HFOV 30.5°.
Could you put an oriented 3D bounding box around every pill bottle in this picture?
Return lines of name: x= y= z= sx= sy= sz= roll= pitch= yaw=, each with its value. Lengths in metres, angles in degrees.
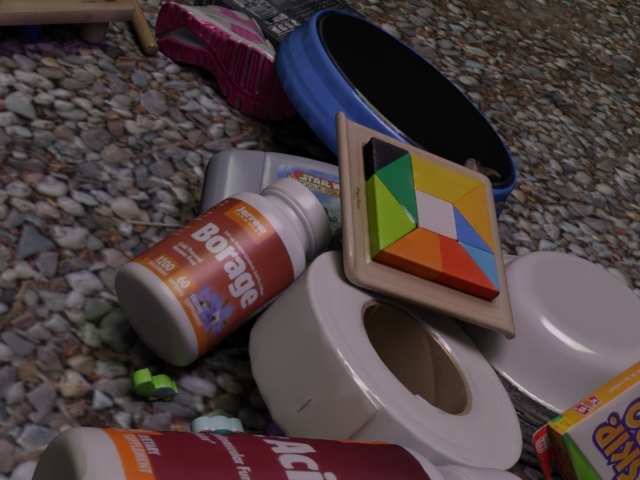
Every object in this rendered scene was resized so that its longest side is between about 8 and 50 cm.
pill bottle: x=-0.021 y=0.266 z=0.919 sx=0.392 sy=0.224 sz=0.224 roll=8 pitch=39 yaw=-26
pill bottle: x=-0.095 y=0.025 z=1.220 sx=0.216 sy=0.121 sz=0.121 roll=-36 pitch=66 yaw=-29

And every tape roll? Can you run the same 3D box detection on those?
tape roll: x=0.066 y=0.145 z=1.175 sx=0.286 sy=0.100 sz=0.286 roll=36 pitch=24 yaw=-19

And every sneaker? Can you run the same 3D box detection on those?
sneaker: x=-0.110 y=-0.267 z=1.669 sx=0.252 sy=0.103 sz=0.111 roll=39 pitch=38 yaw=16

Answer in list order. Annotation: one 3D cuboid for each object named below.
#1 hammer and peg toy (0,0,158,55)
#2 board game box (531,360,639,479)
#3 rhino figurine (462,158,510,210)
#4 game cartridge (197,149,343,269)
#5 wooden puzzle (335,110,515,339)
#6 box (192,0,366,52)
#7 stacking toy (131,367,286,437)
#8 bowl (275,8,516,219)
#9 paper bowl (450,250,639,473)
hammer and peg toy: x=-0.372 y=-0.378 z=1.615 sx=0.361 sy=0.127 sz=0.266 roll=-11 pitch=49 yaw=-42
board game box: x=0.349 y=0.193 z=1.260 sx=0.259 sy=0.124 sz=0.039 roll=-29 pitch=26 yaw=-13
rhino figurine: x=0.145 y=-0.027 z=1.391 sx=0.243 sy=0.073 sz=0.106 roll=-35 pitch=91 yaw=-40
game cartridge: x=0.000 y=0.000 z=1.385 sx=0.297 sy=0.062 sz=0.198 roll=15 pitch=59 yaw=-16
wooden puzzle: x=0.118 y=-0.021 z=1.267 sx=0.239 sy=0.044 sz=0.220 roll=23 pitch=46 yaw=-29
box: x=-0.063 y=-0.355 z=1.853 sx=0.183 sy=0.059 sz=0.233 roll=38 pitch=36 yaw=15
stacking toy: x=-0.067 y=0.192 z=1.140 sx=0.221 sy=0.052 sz=0.167 roll=5 pitch=40 yaw=-28
bowl: x=0.115 y=-0.174 z=1.631 sx=0.391 sy=0.077 sz=0.391 roll=32 pitch=27 yaw=-19
paper bowl: x=0.281 y=0.123 z=1.380 sx=0.284 sy=0.148 sz=0.284 roll=17 pitch=37 yaw=-13
